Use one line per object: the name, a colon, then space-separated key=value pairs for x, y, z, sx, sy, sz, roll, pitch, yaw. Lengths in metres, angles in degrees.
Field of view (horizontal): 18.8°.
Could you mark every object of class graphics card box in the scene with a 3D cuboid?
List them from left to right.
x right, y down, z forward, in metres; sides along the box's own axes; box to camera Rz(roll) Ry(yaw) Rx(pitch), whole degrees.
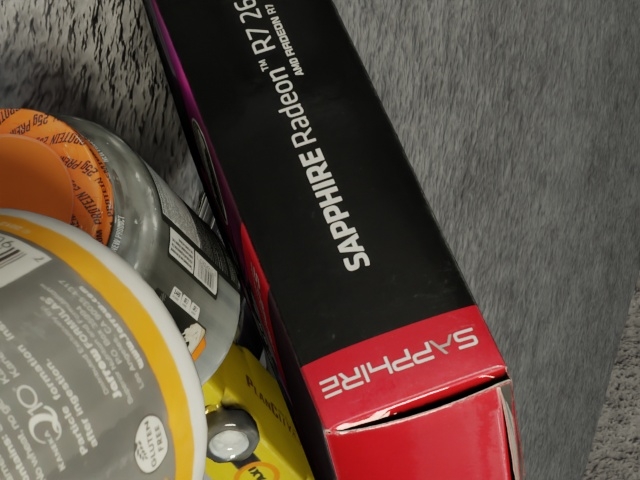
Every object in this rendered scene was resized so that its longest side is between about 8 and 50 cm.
graphics card box: x=0.000 y=0.000 z=1.007 sx=0.233 sy=0.094 sz=0.371 roll=76 pitch=-6 yaw=-54

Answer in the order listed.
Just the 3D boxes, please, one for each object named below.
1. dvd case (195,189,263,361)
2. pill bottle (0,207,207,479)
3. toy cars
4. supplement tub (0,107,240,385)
dvd case: x=-0.067 y=0.052 z=1.278 sx=0.164 sy=0.018 sz=0.221 roll=67 pitch=37 yaw=-60
pill bottle: x=-0.172 y=0.102 z=0.664 sx=0.278 sy=0.162 sz=0.162 roll=-35 pitch=133 yaw=-55
toy cars: x=-0.030 y=0.121 z=1.245 sx=0.176 sy=0.087 sz=0.393 roll=64 pitch=14 yaw=8
supplement tub: x=-0.115 y=0.012 z=0.913 sx=0.190 sy=0.117 sz=0.117 roll=49 pitch=52 yaw=-69
